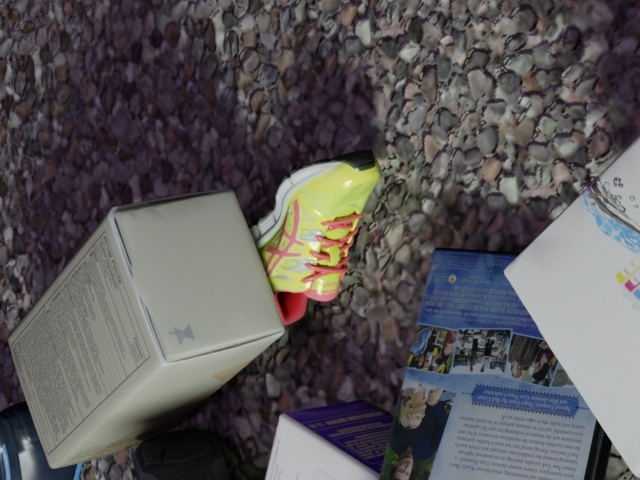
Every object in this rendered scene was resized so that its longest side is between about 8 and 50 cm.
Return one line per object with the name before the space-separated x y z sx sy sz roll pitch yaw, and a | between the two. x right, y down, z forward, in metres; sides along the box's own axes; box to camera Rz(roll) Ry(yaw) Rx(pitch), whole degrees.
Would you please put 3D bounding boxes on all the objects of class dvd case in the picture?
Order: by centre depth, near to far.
dvd case | 0.135 0.130 1.291 0.180 0.022 0.253 4 73 36

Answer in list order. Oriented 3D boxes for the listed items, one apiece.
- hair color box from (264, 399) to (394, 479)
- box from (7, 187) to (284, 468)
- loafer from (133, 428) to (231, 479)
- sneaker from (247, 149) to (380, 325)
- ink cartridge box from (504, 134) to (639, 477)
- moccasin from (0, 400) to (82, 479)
hair color box | 0.094 0.281 1.377 0.339 0.110 0.185 29 113 41
box | -0.164 0.084 1.553 0.311 0.121 0.148 -40 66 56
loafer | -0.112 0.258 1.517 0.302 0.109 0.095 -111 13 -73
sneaker | 0.000 0.000 1.464 0.094 0.081 0.208 63 143 19
ink cartridge box | 0.276 0.012 1.115 0.232 0.171 0.168 -48 61 38
moccasin | -0.343 0.316 1.814 0.138 0.117 0.342 24 111 41
